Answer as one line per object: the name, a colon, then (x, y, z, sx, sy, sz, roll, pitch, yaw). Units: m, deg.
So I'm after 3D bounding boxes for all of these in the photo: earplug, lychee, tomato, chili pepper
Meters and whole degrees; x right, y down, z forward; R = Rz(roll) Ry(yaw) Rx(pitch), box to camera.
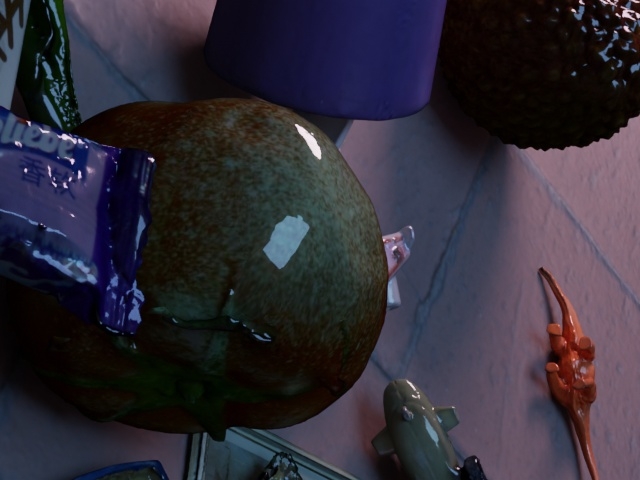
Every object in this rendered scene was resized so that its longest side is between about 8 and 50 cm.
earplug: (0.042, -0.347, 1.731, 0.215, 0.215, 0.456, -19, 128, -53)
lychee: (0.245, -0.206, 2.095, 0.236, 0.271, 0.236, -16, 122, -26)
tomato: (-0.094, 0.014, 1.545, 0.303, 0.303, 0.239, 30, 54, -42)
chili pepper: (-0.233, -0.229, 1.641, 0.076, 0.085, 0.359, -5, 85, -9)

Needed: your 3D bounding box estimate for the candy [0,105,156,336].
candy: (-0.234, -0.040, 1.342, 0.275, 0.070, 0.145, 21, 59, -23)

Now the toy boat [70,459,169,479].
toy boat: (-0.197, 0.230, 1.526, 0.229, 0.046, 0.080, -23, 96, -52)

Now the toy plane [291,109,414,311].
toy plane: (-0.003, 0.001, 1.803, 0.252, 0.118, 0.252, 18, 66, -46)

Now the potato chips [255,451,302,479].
potato chips: (-0.006, 0.304, 1.732, 0.220, 0.029, 0.202, 32, 54, -37)

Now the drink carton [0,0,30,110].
drink carton: (-0.330, -0.124, 1.427, 0.194, 0.132, 0.325, 30, 55, -41)

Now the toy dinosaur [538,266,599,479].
toy dinosaur: (0.279, 0.159, 2.144, 0.101, 0.055, 0.280, 48, 36, -63)

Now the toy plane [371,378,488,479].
toy plane: (0.128, 0.259, 1.897, 0.108, 0.092, 0.286, -88, 153, -79)

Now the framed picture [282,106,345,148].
framed picture: (-0.012, -0.114, 1.923, 0.089, 0.006, 0.066, 57, 41, -20)

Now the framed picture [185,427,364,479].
framed picture: (-0.028, 0.278, 1.745, 0.274, 0.017, 0.217, 30, 54, -42)
